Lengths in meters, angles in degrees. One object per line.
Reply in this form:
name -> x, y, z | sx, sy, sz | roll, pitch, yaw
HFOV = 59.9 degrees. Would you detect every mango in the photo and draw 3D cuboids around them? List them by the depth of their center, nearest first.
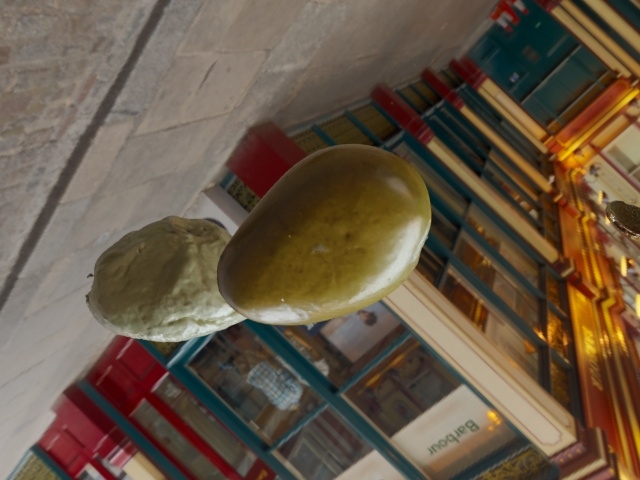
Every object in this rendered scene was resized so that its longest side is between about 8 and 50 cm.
mango -> 0.000, 0.000, 0.467 | 0.195, 0.137, 0.098 | -24, -158, 13

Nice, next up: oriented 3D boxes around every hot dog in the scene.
hot dog -> 0.368, -0.015, 0.630 | 0.034, 0.090, 0.030 | -58, 150, -12

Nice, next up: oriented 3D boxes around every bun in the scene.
bun -> -0.183, 0.041, 0.703 | 0.220, 0.220, 0.134 | -41, 138, -72
